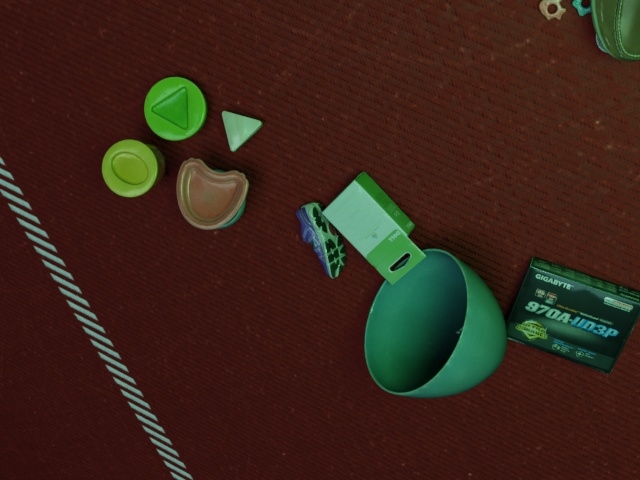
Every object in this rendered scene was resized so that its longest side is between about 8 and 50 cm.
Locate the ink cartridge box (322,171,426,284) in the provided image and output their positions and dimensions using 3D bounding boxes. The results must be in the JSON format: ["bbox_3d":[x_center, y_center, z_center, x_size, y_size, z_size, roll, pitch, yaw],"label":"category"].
[{"bbox_3d":[0.116,-0.024,1.443,0.209,0.062,0.109,46,122,1],"label":"ink cartridge box"}]

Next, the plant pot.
[{"bbox_3d":[0.253,0.185,1.403,0.195,0.290,0.290,24,127,-28],"label":"plant pot"}]

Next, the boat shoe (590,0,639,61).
[{"bbox_3d":[0.486,-0.427,1.049,0.123,0.116,0.324,-6,112,-8],"label":"boat shoe"}]

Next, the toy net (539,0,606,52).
[{"bbox_3d":[0.443,-0.375,1.162,0.122,0.045,0.232,-38,98,31],"label":"toy net"}]

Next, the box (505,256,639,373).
[{"bbox_3d":[0.492,0.148,1.396,0.220,0.051,0.175,20,120,12],"label":"box"}]

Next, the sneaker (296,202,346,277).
[{"bbox_3d":[0.000,0.000,1.520,0.071,0.068,0.170,-14,101,42],"label":"sneaker"}]

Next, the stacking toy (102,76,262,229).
[{"bbox_3d":[-0.275,-0.183,1.531,0.309,0.130,0.279,27,95,4],"label":"stacking toy"}]
